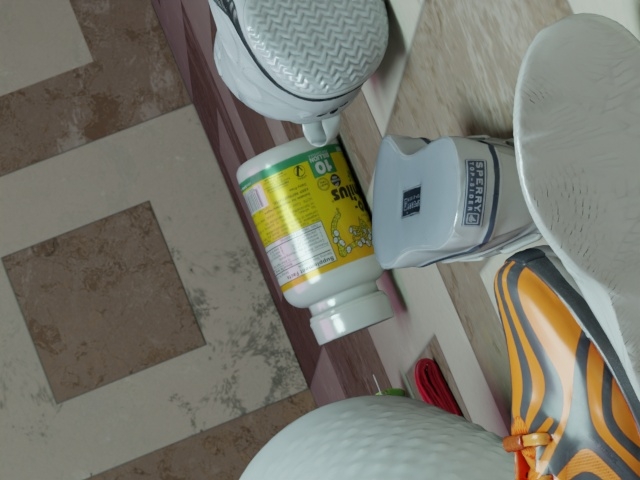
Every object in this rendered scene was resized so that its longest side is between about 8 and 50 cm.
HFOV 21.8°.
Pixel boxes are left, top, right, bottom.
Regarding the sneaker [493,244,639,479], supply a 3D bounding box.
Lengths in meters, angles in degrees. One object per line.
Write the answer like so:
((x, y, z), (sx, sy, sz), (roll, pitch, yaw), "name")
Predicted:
((0.131, 0.171, 0.960), (0.124, 0.180, 0.321), (102, 146, -78), "sneaker")

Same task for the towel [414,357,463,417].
((0.153, 0.266, 1.766), (0.275, 0.031, 0.199), (77, 170, -55), "towel")

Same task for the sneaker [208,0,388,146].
((-0.063, -0.248, 1.381), (0.366, 0.137, 0.210), (63, 170, 15), "sneaker")

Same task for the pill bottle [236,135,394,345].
((0.000, 0.000, 1.767), (0.117, 0.117, 0.208), (121, 128, -82), "pill bottle")

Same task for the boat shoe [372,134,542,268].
((0.092, -0.022, 1.074), (0.258, 0.084, 0.095), (-155, 69, -78), "boat shoe")

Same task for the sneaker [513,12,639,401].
((0.143, -0.007, 0.791), (0.094, 0.080, 0.212), (-86, -25, -77), "sneaker")

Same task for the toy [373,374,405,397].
((0.120, 0.282, 1.976), (0.137, 0.056, 0.237), (72, 178, -60), "toy")

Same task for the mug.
((0.111, 0.319, 1.276), (0.374, 0.276, 0.328), (61, 168, -11), "mug")
